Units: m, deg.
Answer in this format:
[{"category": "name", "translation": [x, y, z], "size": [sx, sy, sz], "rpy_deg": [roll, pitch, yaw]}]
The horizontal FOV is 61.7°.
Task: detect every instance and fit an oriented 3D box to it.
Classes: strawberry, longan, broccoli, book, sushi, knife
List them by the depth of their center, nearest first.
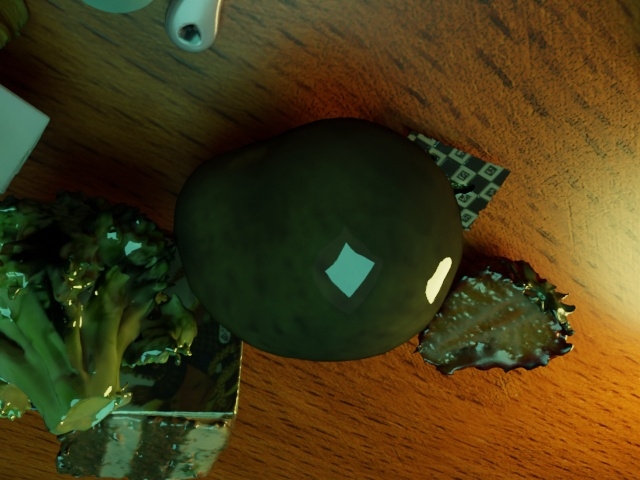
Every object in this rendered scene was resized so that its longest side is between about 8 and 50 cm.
[{"category": "knife", "translation": [-0.092, -0.377, 0.648], "size": [0.081, 0.043, 0.335], "rpy_deg": [22, 122, -29]}, {"category": "broccoli", "translation": [-0.335, 0.102, 0.683], "size": [0.348, 0.281, 0.293], "rpy_deg": [-29, 147, -19]}, {"category": "longan", "translation": [0.000, 0.000, 0.773], "size": [0.405, 0.335, 0.404], "rpy_deg": [8, 142, 6]}, {"category": "book", "translation": [-0.340, 0.129, 0.879], "size": [0.429, 0.299, 0.039], "rpy_deg": [5, 157, -11]}, {"category": "sushi", "translation": [0.205, -0.102, 0.911], "size": [0.201, 0.031, 0.139], "rpy_deg": [19, 125, -16]}, {"category": "strawberry", "translation": [0.350, 0.153, 1.069], "size": [0.254, 0.150, 0.280], "rpy_deg": [25, 127, 0]}]

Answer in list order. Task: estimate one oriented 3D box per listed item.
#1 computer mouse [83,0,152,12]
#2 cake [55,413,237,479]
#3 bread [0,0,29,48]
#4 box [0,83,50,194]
[{"category": "computer mouse", "translation": [-0.243, -0.379, 0.607], "size": [0.128, 0.079, 0.230], "rpy_deg": [-1, 126, -8]}, {"category": "cake", "translation": [-0.319, 0.283, 1.016], "size": [0.291, 0.281, 0.255], "rpy_deg": [11, 134, -21]}, {"category": "bread", "translation": [-0.476, -0.316, 0.569], "size": [0.163, 0.167, 0.263], "rpy_deg": [-13, 131, 7]}, {"category": "box", "translation": [-0.496, -0.180, 0.608], "size": [0.203, 0.116, 0.274], "rpy_deg": [15, 163, 38]}]
